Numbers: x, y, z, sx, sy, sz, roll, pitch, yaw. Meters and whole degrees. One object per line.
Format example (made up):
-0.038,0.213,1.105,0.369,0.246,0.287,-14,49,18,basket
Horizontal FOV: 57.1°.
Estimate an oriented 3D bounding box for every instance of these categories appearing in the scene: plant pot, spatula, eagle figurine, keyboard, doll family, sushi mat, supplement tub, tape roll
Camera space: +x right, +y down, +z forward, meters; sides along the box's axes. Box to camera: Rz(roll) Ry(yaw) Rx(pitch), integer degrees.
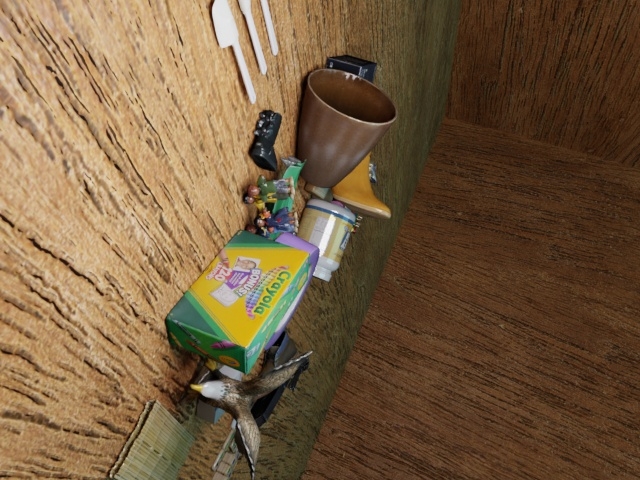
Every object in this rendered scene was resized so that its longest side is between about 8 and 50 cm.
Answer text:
0.034,-0.242,1.376,0.215,0.215,0.230,-53,171,-51,plant pot
-0.119,-0.353,0.989,0.242,0.019,0.168,79,27,-64,spatula
-0.153,0.310,1.155,0.225,0.298,0.227,-19,109,-47,eagle figurine
-0.120,0.436,1.702,0.201,0.033,0.317,-40,-175,22,keyboard
-0.108,-0.063,1.220,0.076,0.111,0.193,-110,-168,-55,doll family
-0.328,0.433,1.183,0.317,0.019,0.151,86,25,-58,sushi mat
0.000,0.000,1.616,0.144,0.144,0.200,39,70,-75,supplement tub
-0.102,0.120,1.409,0.275,0.090,0.275,-61,171,-17,tape roll

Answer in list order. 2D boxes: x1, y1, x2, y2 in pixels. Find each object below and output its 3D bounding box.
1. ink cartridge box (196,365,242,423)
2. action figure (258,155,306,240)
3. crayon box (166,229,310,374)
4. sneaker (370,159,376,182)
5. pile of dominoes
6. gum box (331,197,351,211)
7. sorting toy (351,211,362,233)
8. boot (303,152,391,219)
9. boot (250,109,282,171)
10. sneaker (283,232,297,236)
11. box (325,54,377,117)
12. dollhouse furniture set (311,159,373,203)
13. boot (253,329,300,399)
-0.233,0.351,1.371,0.122,0.052,0.089,-46,151,-62,ink cartridge box
-0.100,-0.073,1.317,0.232,0.063,0.137,-68,169,17,action figure
-0.150,0.109,1.144,0.278,0.165,0.081,-57,160,-46,crayon box
0.189,-0.259,2.200,0.135,0.052,0.058,67,39,-70,sneaker
-0.234,0.597,1.709,0.196,0.040,0.251,89,25,-53,pile of dominoes
0.057,-0.098,1.875,0.107,0.062,0.189,14,94,-76,gum box
0.121,-0.095,2.025,0.274,0.046,0.132,115,-8,-73,sorting toy
0.097,-0.185,1.499,0.104,0.295,0.211,31,85,-50,boot
-0.103,-0.201,1.188,0.121,0.045,0.099,54,50,-75,boot
-0.079,0.001,1.544,0.083,0.035,0.031,88,26,-55,sneaker
0.068,-0.382,1.499,0.158,0.093,0.156,-46,151,-62,box
0.067,-0.177,1.706,0.151,0.144,0.123,-75,-177,-67,dollhouse furniture set
-0.149,0.357,1.713,0.219,0.082,0.106,-44,125,-43,boot
